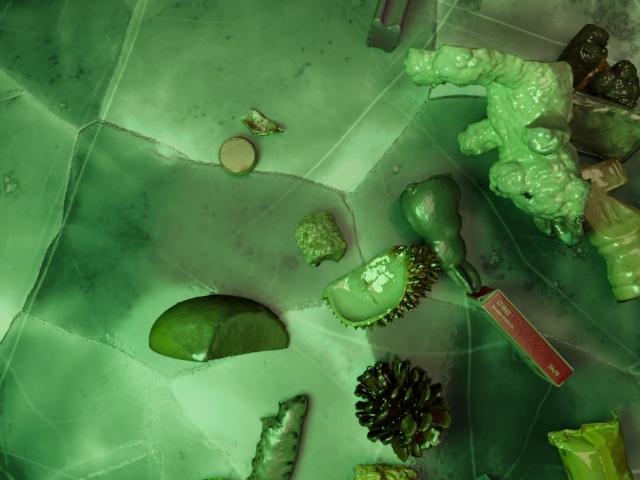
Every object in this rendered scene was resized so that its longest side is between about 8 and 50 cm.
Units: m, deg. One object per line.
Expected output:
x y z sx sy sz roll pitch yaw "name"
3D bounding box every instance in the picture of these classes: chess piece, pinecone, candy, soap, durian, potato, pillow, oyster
0.614 -0.030 1.182 0.137 0.137 0.300 -24 81 -4 "chess piece"
0.155 0.325 1.113 0.195 0.150 0.179 44 91 5 "pinecone"
0.000 0.000 1.175 0.096 0.085 0.110 -14 74 -12 "candy"
0.158 -0.518 1.201 0.066 0.122 0.203 16 86 -2 "soap"
0.123 0.101 1.129 0.252 0.144 0.139 -36 85 28 "durian"
-0.196 0.161 1.061 0.270 0.255 0.111 1 86 -2 "potato"
-0.175 -0.179 1.201 0.084 0.038 0.083 0 84 -4 "chess piece"
-0.091 0.425 1.143 0.093 0.051 0.241 14 87 -1 "pillow"
-0.127 -0.243 1.212 0.093 0.034 0.051 38 69 13 "oyster"
0.558 -0.248 1.188 0.255 0.169 0.059 19 53 0 "pillow"

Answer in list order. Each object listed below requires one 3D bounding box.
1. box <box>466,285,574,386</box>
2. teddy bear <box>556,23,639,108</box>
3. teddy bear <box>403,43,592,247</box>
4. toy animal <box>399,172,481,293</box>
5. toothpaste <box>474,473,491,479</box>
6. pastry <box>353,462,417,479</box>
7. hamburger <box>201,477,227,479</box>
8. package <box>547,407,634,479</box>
0.398 0.185 1.147 0.050 0.123 0.229 -42 88 0 "box"
0.590 -0.347 1.201 0.190 0.140 0.177 31 43 -1 "teddy bear"
0.347 -0.167 1.084 0.376 0.327 0.361 0 105 -17 "teddy bear"
0.244 -0.003 1.155 0.127 0.125 0.251 -16 87 -15 "toy animal"
0.366 0.563 1.149 0.034 0.046 0.164 -27 86 -2 "toothpaste"
0.113 0.568 1.111 0.154 0.102 0.249 6 85 0 "pastry"
-0.219 0.535 1.113 0.141 0.081 0.126 -14 85 -2 "hamburger"
0.564 0.466 1.143 0.169 0.090 0.226 -15 88 -6 "package"
